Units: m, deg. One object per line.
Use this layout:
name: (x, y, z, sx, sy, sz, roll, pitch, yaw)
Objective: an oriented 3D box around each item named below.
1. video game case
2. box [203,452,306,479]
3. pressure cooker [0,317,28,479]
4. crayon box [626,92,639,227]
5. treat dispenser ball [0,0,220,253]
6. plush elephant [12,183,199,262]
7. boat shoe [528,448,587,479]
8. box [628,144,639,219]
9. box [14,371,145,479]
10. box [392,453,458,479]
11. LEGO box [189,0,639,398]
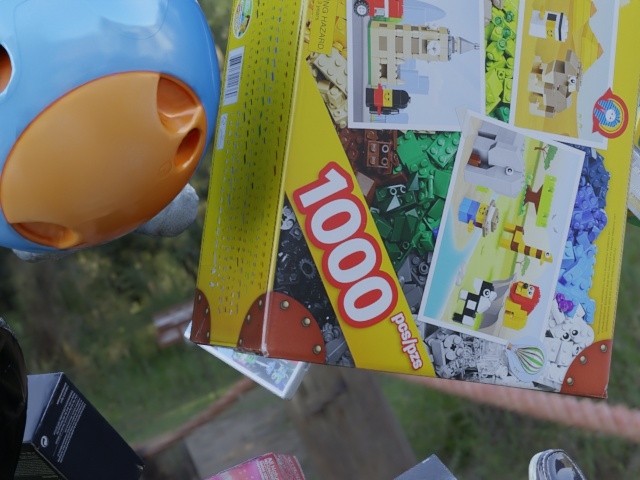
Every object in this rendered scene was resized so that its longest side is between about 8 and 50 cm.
video game case: (-0.072, 0.094, 1.925, 0.023, 0.201, 0.183, 30, -91, -56)
box: (-0.046, 0.367, 1.514, 0.123, 0.256, 0.128, -24, -14, 6)
pressure cooker: (-0.526, 0.163, 1.287, 0.375, 0.421, 0.369, 87, -157, -55)
crayon box: (0.498, -0.158, 2.039, 0.165, 0.278, 0.081, 19, -7, -26)
treat dispenser ball: (-0.229, -0.132, 1.193, 0.288, 0.288, 0.288, -23, -1, 0)
plush elephant: (-0.305, -0.143, 1.513, 0.330, 0.255, 0.272, 15, 15, 34)
boat shoe: (0.377, 0.405, 1.906, 0.103, 0.285, 0.092, -5, -27, -34)
box: (0.388, -0.092, 1.797, 0.056, 0.231, 0.183, -44, 0, 14)
box: (-0.363, 0.248, 1.609, 0.261, 0.184, 0.103, -7, 44, 28)
box: (0.199, 0.523, 2.183, 0.179, 0.312, 0.343, -31, -3, -2)
LEGO box: (0.105, -0.116, 1.377, 0.373, 0.500, 0.193, 9, -5, -25)
